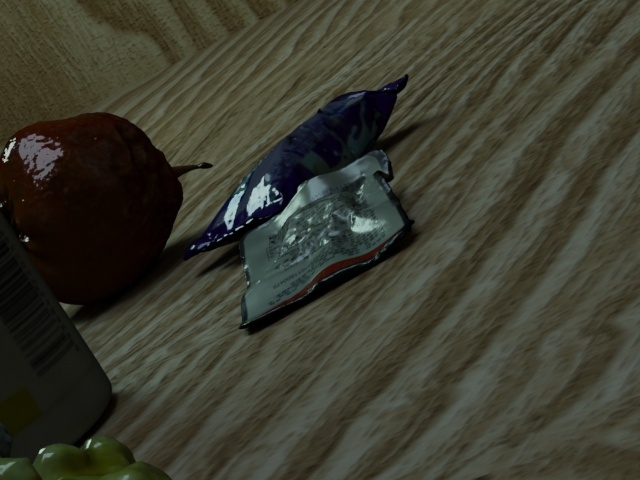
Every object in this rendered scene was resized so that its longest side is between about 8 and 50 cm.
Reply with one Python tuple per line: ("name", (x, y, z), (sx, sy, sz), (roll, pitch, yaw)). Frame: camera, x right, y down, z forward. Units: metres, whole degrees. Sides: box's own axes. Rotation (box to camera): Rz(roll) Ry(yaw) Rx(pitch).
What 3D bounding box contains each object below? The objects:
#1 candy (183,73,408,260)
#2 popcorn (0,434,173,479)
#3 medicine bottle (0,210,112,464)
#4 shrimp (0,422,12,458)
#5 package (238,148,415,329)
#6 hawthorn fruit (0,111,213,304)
("candy", (-0.023, -0.071, 1.937), (0.145, 0.070, 0.275), (-28, 15, 46))
("popcorn", (-0.149, 0.176, 0.980), (0.167, 0.185, 0.187), (110, -174, -76))
("medicine bottle", (-0.339, 0.041, 1.601), (0.208, 0.340, 0.208), (-30, 12, 7))
("shrimp", (-0.312, 0.189, 1.289), (0.166, 0.221, 0.410), (-7, 0, 3))
("package", (0.000, 0.000, 1.682), (0.166, 0.040, 0.232), (-33, 20, 7))
("hawthorn fruit", (-0.222, -0.048, 2.066), (0.243, 0.207, 0.207), (-22, 7, -25))
